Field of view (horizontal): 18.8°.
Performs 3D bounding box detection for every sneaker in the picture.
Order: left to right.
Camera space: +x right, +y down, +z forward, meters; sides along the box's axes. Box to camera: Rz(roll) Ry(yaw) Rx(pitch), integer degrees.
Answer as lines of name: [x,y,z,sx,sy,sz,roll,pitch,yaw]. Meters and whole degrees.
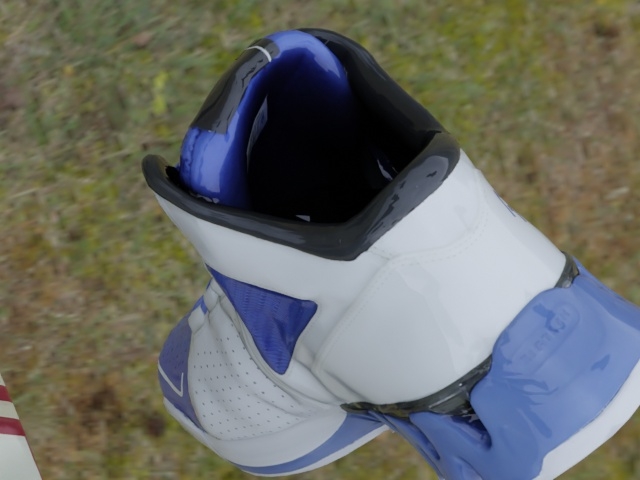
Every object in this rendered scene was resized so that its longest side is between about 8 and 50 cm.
sneaker: [0.000,0.000,0.826,0.127,0.315,0.182,-43,105,-22]

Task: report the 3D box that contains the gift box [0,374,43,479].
gift box: [-0.302,0.144,0.986,0.258,0.255,0.276,14,35,-48]
